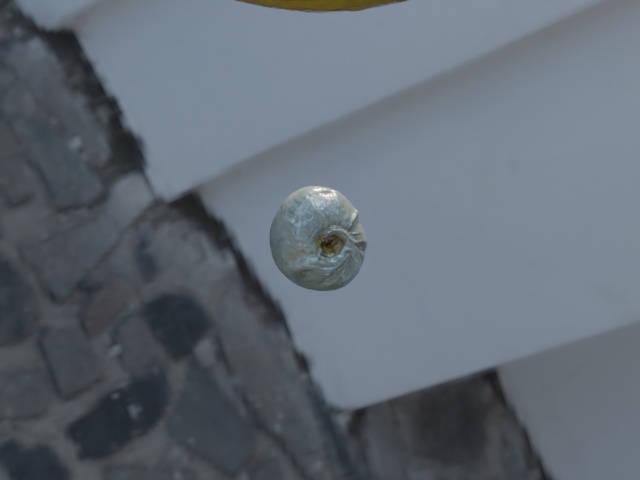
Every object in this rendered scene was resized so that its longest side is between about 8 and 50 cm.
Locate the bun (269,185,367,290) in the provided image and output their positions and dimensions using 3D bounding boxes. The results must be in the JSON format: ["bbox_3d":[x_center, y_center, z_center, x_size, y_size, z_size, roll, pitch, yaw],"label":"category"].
[{"bbox_3d":[0.000,0.000,1.417,0.083,0.045,0.083,-6,104,-26],"label":"bun"}]

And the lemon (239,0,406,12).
[{"bbox_3d":[-0.009,-0.222,0.887,0.253,0.228,0.228,6,63,-10],"label":"lemon"}]
